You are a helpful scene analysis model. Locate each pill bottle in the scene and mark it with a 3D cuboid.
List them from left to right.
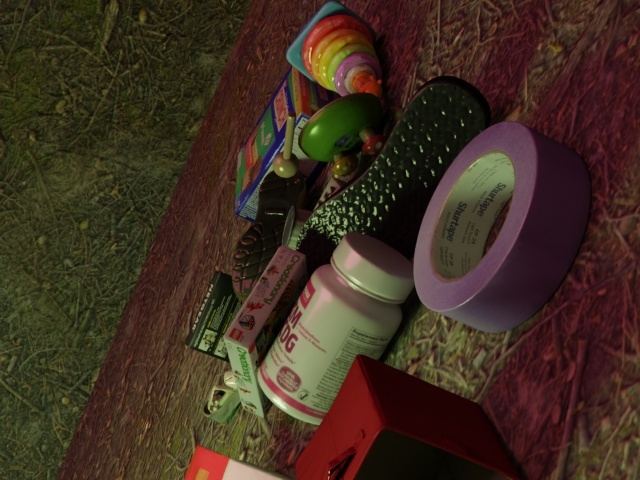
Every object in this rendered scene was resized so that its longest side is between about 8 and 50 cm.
[{"bbox_3d":[0.030,0.139,1.591,0.283,0.160,0.160,-60,21,17],"label":"pill bottle"}]

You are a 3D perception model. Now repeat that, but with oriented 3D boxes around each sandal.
[{"bbox_3d":[0.125,-0.080,1.651,0.445,0.167,0.107,-49,0,28],"label":"sandal"}]

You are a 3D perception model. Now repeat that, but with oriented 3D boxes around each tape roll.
[{"bbox_3d":[0.236,-0.019,1.343,0.275,0.090,0.274,-51,26,37],"label":"tape roll"}]

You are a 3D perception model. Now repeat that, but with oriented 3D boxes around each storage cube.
[{"bbox_3d":[0.096,0.279,1.203,0.183,0.215,0.193,-62,14,14],"label":"storage cube"}]

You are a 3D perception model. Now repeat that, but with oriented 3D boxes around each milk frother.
[{"bbox_3d":[-0.002,0.025,1.830,0.143,0.135,0.129,-92,17,-53],"label":"milk frother"}]

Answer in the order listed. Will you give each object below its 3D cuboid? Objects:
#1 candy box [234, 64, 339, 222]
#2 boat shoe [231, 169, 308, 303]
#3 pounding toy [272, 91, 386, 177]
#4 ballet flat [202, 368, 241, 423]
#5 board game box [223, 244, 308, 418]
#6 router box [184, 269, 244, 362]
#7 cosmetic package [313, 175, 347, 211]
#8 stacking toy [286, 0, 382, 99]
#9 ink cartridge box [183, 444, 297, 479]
[{"bbox_3d":[-0.078,-0.224,2.325,0.317,0.122,0.268,-54,23,30],"label":"candy box"},{"bbox_3d":[-0.091,-0.001,2.138,0.120,0.123,0.323,65,-142,-53],"label":"boat shoe"},{"bbox_3d":[0.038,-0.182,1.939,0.110,0.237,0.183,59,150,22],"label":"pounding toy"},{"bbox_3d":[-0.183,0.308,2.089,0.213,0.068,0.072,-53,24,33],"label":"ballet flat"},{"bbox_3d":[-0.084,0.165,1.732,0.193,0.053,0.305,-59,-17,-26],"label":"board game box"},{"bbox_3d":[-0.199,0.171,2.185,0.178,0.133,0.046,-67,20,-3],"label":"router box"},{"bbox_3d":[0.000,0.000,1.970,0.239,0.061,0.099,-62,19,13],"label":"cosmetic package"},{"bbox_3d":[0.068,-0.359,2.097,0.175,0.166,0.302,-49,35,14],"label":"stacking toy"},{"bbox_3d":[-0.180,0.512,1.675,0.261,0.066,0.296,12,77,35],"label":"ink cartridge box"}]
